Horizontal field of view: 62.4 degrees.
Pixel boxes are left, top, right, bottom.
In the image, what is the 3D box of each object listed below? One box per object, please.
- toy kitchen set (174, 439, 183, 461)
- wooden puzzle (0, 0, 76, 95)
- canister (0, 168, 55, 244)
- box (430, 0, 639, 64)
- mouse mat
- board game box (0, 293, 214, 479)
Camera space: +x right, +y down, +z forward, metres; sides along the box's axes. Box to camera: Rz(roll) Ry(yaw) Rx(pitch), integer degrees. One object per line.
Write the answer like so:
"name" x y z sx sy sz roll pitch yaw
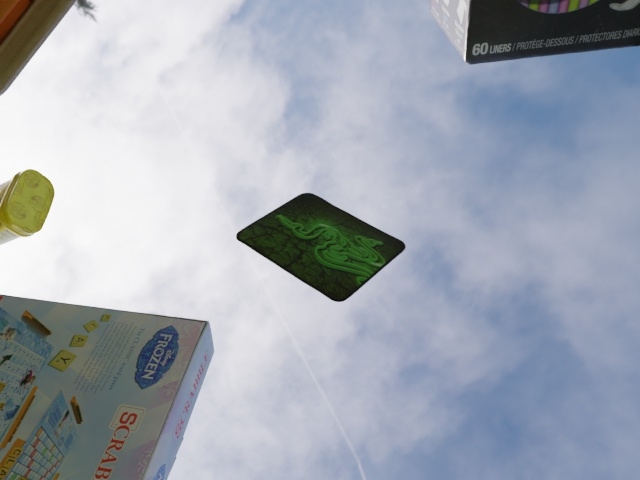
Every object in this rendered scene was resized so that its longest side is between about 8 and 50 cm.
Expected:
"toy kitchen set" -0.232 0.273 0.662 0.068 0.075 0.083 28 -80 23
"wooden puzzle" -0.357 -0.304 0.544 0.221 0.044 0.239 43 -88 -2
"canister" -0.580 -0.047 0.956 0.169 0.073 0.126 -17 -129 21
"box" 0.186 -0.304 0.421 0.165 0.271 0.143 -7 -140 1
"mouse mat" 0.000 0.000 0.712 0.189 0.007 0.152 31 -133 28
"board game box" -0.308 0.202 0.536 0.317 0.066 0.319 7 -137 7
